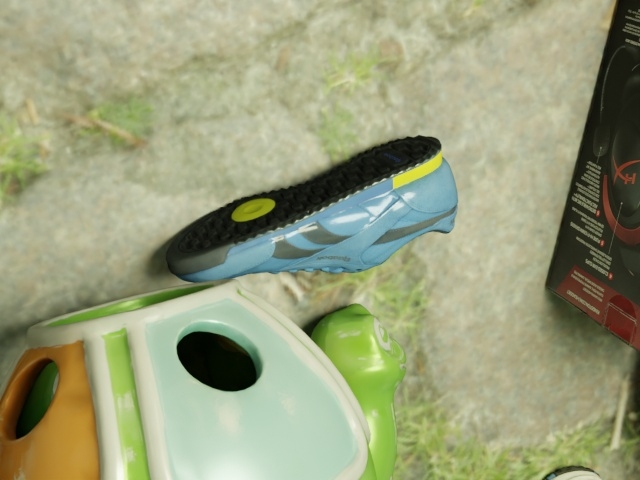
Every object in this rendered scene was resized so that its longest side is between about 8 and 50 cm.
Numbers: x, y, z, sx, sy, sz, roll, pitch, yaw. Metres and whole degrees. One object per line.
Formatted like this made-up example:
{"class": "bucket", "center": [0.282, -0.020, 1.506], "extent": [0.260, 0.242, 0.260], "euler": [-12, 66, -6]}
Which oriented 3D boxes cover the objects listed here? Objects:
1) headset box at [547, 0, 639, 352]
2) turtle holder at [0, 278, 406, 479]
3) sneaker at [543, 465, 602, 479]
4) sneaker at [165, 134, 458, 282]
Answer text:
{"class": "headset box", "center": [0.277, -0.035, 1.005], "extent": [0.110, 0.218, 0.293], "euler": [6, 105, -23]}
{"class": "turtle holder", "center": [-0.060, 0.140, 0.915], "extent": [0.320, 0.243, 0.227], "euler": [-14, 93, -17]}
{"class": "sneaker", "center": [0.179, 0.286, 1.154], "extent": [0.080, 0.081, 0.211], "euler": [14, 104, -26]}
{"class": "sneaker", "center": [0.000, 0.000, 0.995], "extent": [0.209, 0.069, 0.082], "euler": [-21, 118, -13]}
